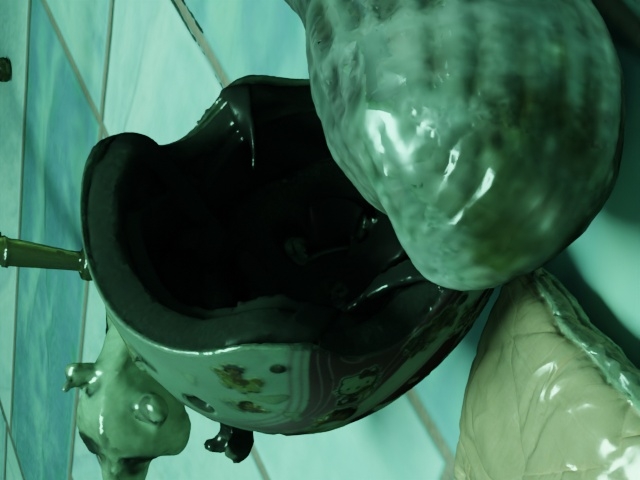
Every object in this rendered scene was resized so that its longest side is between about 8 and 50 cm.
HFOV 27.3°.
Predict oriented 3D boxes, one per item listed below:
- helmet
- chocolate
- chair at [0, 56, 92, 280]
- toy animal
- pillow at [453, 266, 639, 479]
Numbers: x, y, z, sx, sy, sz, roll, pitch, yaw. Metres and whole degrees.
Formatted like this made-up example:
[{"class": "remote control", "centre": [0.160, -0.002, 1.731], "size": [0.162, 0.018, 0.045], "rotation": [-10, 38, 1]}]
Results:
[{"class": "helmet", "centre": [-0.006, 0.014, 0.545], "size": [0.153, 0.176, 0.107], "rotation": [44, 146, 39]}, {"class": "chocolate", "centre": [0.036, -0.092, 0.495], "size": [0.110, 0.110, 0.248], "rotation": [111, 142, -48]}, {"class": "chair", "centre": [-0.425, -0.186, 1.114], "size": [0.362, 0.410, 0.365], "rotation": [-123, 34, -43]}, {"class": "toy animal", "centre": [-0.054, 0.024, 0.651], "size": [0.093, 0.225, 0.121], "rotation": [22, 152, 20]}, {"class": "pillow", "centre": [0.087, 0.132, 0.528], "size": [0.126, 0.043, 0.233], "rotation": [-122, 31, -52]}]
